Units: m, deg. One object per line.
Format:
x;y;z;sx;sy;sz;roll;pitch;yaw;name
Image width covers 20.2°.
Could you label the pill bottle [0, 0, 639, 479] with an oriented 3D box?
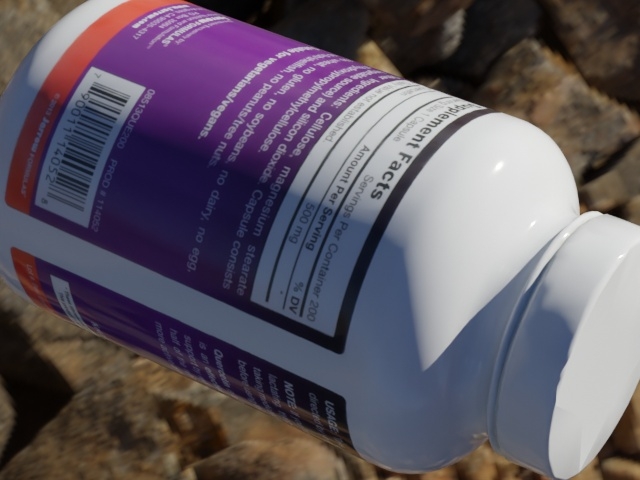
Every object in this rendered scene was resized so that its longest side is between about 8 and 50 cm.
0.000;0.000;0.895;0.323;0.181;0.181;22;65;26;pill bottle
